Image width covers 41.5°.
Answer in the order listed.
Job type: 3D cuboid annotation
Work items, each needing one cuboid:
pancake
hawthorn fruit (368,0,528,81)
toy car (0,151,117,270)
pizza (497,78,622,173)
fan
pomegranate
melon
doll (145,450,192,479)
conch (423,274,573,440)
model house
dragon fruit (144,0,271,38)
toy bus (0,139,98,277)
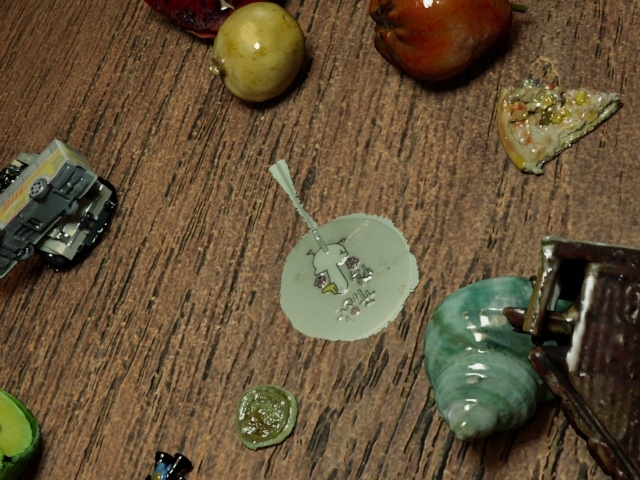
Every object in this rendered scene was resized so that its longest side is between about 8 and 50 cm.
[{"bbox_3d":[-0.083,0.263,1.276,0.108,0.017,0.108,-11,60,19],"label":"pancake"},{"bbox_3d":[0.221,-0.385,1.445,0.261,0.224,0.224,-10,53,-10],"label":"hawthorn fruit"},{"bbox_3d":[-0.536,-0.067,1.630,0.301,0.118,0.193,22,77,30],"label":"toy car"},{"bbox_3d":[0.378,-0.200,1.342,0.195,0.052,0.185,-16,58,14],"label":"pizza"},{"bbox_3d":[0.000,0.000,1.407,0.233,0.012,0.414,-35,53,0],"label":"fan"},{"bbox_3d":[-0.123,-0.348,1.575,0.196,0.196,0.196,-12,56,17],"label":"pomegranate"},{"bbox_3d":[-0.564,0.344,1.386,0.265,0.129,0.169,33,99,33],"label":"melon"},{"bbox_3d":[-0.251,0.403,1.231,0.096,0.070,0.195,-8,48,38],"label":"doll"},{"bbox_3d":[0.240,0.156,1.114,0.220,0.195,0.277,40,52,9],"label":"conch"},{"bbox_3d":[0.363,0.164,0.971,0.297,0.317,0.282,5,82,17],"label":"model house"},{"bbox_3d":[-0.178,-0.537,1.779,0.286,0.228,0.329,45,52,11],"label":"dragon fruit"},{"bbox_3d":[-0.519,-0.056,1.501,0.268,0.092,0.106,-43,52,10],"label":"toy bus"}]
